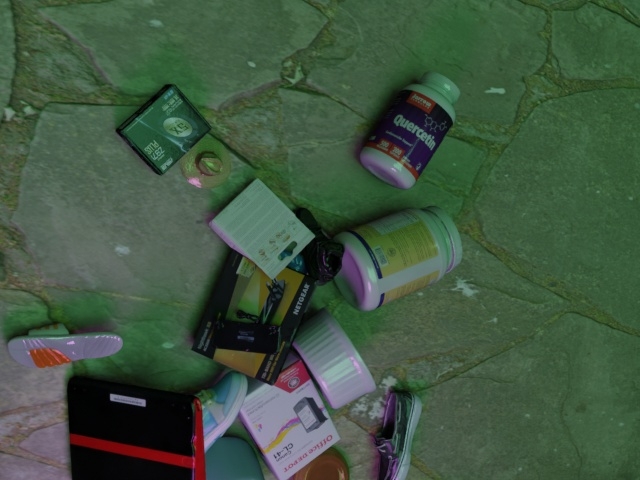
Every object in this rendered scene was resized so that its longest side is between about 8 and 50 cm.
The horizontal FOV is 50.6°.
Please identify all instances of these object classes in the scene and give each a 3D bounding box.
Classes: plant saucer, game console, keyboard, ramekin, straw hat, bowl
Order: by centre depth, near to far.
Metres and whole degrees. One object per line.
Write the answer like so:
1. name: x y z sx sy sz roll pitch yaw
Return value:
1. game console: -0.462 0.522 1.692 0.060 0.387 0.341 -19 112 -69
2. straw hat: -0.288 -0.199 1.764 0.145 0.061 0.144 -6 104 -25
3. keyboard: -0.192 0.237 1.775 0.180 0.023 0.108 6 95 4
4. bowl: -0.266 0.724 1.870 0.312 0.163 0.311 -16 119 -33
5. ramekin: 0.027 0.340 1.919 0.135 0.277 0.277 -32 113 -10
6. plant saucer: 0.010 0.740 2.092 0.200 0.037 0.199 3 85 -29

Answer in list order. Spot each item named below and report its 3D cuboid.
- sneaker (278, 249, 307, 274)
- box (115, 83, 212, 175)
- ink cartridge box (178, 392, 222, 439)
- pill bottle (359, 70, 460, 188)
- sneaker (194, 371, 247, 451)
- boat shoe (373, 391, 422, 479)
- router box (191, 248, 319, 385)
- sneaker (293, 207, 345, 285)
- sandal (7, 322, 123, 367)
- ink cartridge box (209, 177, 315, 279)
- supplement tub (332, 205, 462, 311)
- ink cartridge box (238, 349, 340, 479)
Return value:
1. sneaker: -0.088 0.042 1.918 0.152 0.058 0.084 47 66 -14
2. box: -0.390 -0.276 1.687 0.180 0.077 0.147 -45 117 -12
3. ink cartridge box: -0.388 0.566 1.875 0.171 0.056 0.235 38 85 -27
4. pill bottle: 0.265 -0.319 1.946 0.181 0.181 0.322 36 84 -28
5. sneaker: -0.349 0.442 1.771 0.208 0.127 0.319 43 79 -27
6. boat shoe: 0.224 0.643 2.176 0.119 0.121 0.335 17 82 -21
7. router box: -0.174 0.199 1.826 0.243 0.081 0.308 22 90 5
8. sneaker: 0.000 0.000 1.872 0.087 0.130 0.227 -5 71 -38
9. sandal: -0.627 0.251 1.678 0.266 0.076 0.101 -2 125 -15
10. ink cartridge box: -0.155 -0.028 1.810 0.224 0.056 0.181 45 68 -3
11. supplement tub: 0.217 0.044 1.964 0.332 0.241 0.240 -20 109 -22
12. ink cartridge box: -0.108 0.500 1.959 0.226 0.131 0.306 -32 111 -18
